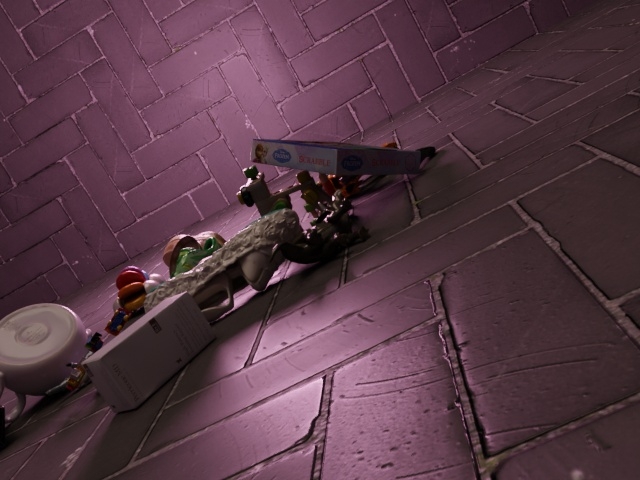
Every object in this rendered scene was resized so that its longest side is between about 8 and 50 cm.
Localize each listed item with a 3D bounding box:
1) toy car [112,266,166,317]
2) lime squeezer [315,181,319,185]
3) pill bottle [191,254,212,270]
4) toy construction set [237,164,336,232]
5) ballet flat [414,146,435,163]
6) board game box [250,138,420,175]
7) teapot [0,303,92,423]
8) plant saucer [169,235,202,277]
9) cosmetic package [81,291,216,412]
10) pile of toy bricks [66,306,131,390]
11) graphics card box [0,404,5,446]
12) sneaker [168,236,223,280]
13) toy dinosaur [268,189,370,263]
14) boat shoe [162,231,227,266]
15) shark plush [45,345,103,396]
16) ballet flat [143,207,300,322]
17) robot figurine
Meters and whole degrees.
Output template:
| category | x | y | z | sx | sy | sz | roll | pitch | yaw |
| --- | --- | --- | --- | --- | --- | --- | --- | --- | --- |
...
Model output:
| category | x | y | z | sx | sy | sz | roll | pitch | yaw |
| --- | --- | --- | --- | --- | --- | --- | --- | --- | --- |
| toy car | -0.578 | 0.148 | 2.161 | 0.159 | 0.136 | 0.182 | -30 | 11 | 3 |
| lime squeezer | 0.008 | -0.145 | 2.224 | 0.109 | 0.059 | 0.310 | 11 | 30 | 25 |
| pill bottle | -0.269 | 0.077 | 1.825 | 0.152 | 0.086 | 0.086 | -22 | 14 | 34 |
| toy construction set | -0.070 | -0.122 | 1.806 | 0.257 | 0.237 | 0.309 | -23 | 13 | 33 |
| ballet flat | 0.272 | -0.225 | 1.914 | 0.057 | 0.049 | 0.173 | -13 | 13 | 38 |
| board game box | 0.040 | -0.219 | 1.806 | 0.318 | 0.066 | 0.317 | 14 | 14 | 43 |
| teapot | -0.693 | 0.297 | 1.718 | 0.255 | 0.187 | 0.252 | -14 | 40 | -18 |
| plant saucer | -0.402 | 0.070 | 2.101 | 0.168 | 0.169 | 0.029 | -20 | -24 | 41 |
| cosmetic package | -0.319 | 0.207 | 1.313 | 0.085 | 0.117 | 0.231 | -21 | 15 | 42 |
| pile of toy bricks | -0.467 | 0.263 | 1.539 | 0.105 | 0.118 | 0.212 | -58 | 5 | 46 |
| graphics card box | -0.870 | 0.409 | 1.544 | 0.232 | 0.094 | 0.370 | 1 | -4 | -38 |
| sneaker | -0.376 | 0.090 | 1.943 | 0.109 | 0.124 | 0.295 | -19 | 16 | 42 |
| toy dinosaur | 0.000 | 0.000 | 1.499 | 0.313 | 0.121 | 0.160 | -45 | 6 | -38 |
| boat shoe | -0.424 | 0.054 | 2.222 | 0.341 | 0.121 | 0.110 | -16 | 36 | 51 |
| shark plush | -0.569 | 0.308 | 1.620 | 0.161 | 0.067 | 0.073 | -34 | 12 | -22 |
| ballet flat | -0.198 | 0.089 | 1.546 | 0.408 | 0.147 | 0.147 | -33 | 11 | -3 |
| robot figurine | 0.110 | -0.204 | 2.098 | 0.291 | 0.085 | 0.211 | -38 | 13 | -36 |
